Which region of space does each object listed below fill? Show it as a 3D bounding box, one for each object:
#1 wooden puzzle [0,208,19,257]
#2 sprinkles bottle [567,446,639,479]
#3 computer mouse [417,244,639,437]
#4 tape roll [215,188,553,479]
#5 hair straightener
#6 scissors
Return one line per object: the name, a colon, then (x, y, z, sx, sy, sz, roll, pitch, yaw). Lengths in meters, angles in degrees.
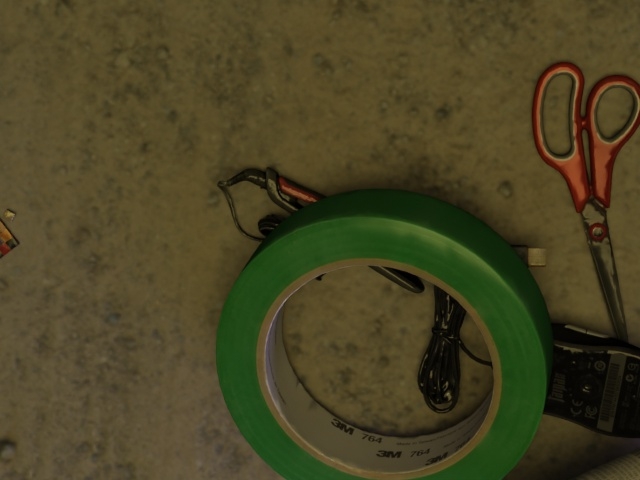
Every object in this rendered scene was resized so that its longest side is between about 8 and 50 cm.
wooden puzzle: (-0.338, -0.002, 1.694, 0.083, 0.006, 0.049, -35, 99, 11)
sprinkles bottle: (0.284, 0.272, 1.597, 0.355, 0.121, 0.121, -22, 102, -15)
computer mouse: (0.231, 0.092, 1.656, 0.262, 0.060, 0.184, 7, 108, 14)
tape roll: (0.062, 0.111, 1.624, 0.321, 0.077, 0.321, 6, 114, 13)
hair straightener: (0.000, 0.000, 1.651, 0.230, 0.047, 0.089, 24, 104, -3)
scissors: (0.258, -0.027, 1.645, 0.109, 0.021, 0.297, 1, 105, 1)
